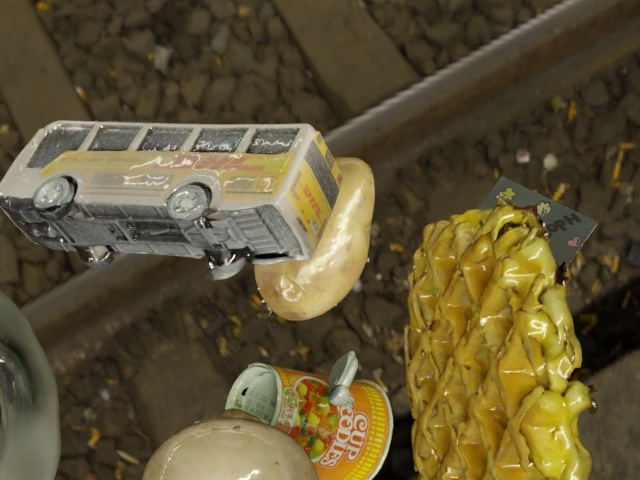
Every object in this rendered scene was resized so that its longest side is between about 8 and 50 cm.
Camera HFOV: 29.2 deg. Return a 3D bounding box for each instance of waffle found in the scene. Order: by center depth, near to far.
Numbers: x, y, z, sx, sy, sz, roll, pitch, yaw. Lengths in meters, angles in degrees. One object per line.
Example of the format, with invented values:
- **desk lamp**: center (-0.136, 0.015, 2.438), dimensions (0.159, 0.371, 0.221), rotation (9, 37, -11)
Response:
- **waffle**: center (0.166, 0.147, 1.214), dimensions (0.095, 0.382, 0.380), rotation (-2, 90, -14)

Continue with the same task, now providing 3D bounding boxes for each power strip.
- **power strip**: center (0.033, 0.183, 1.597), dimensions (0.035, 0.055, 0.083), rotation (33, 38, -16)

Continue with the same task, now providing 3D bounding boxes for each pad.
- **pad**: center (0.257, 0.030, 1.744), dimensions (0.170, 0.006, 0.245), rotation (29, 72, 30)

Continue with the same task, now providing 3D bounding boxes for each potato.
- **potato**: center (-0.004, -0.002, 1.705), dimensions (0.161, 0.128, 0.235), rotation (8, 85, 34)

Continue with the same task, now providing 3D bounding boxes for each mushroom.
- **mushroom**: center (-0.102, 0.275, 1.430), dimensions (0.207, 0.207, 0.215), rotation (-11, 30, 8)

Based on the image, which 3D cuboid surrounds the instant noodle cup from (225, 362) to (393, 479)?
- **instant noodle cup**: center (-0.025, 0.242, 1.654), dimensions (0.168, 0.185, 0.168), rotation (-28, 50, 41)

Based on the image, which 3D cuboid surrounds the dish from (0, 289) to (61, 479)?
- **dish**: center (-0.341, 0.146, 0.937), dimensions (0.324, 0.124, 0.324), rotation (6, 77, -28)

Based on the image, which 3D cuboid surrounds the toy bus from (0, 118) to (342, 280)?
- **toy bus**: center (-0.153, -0.049, 1.183), dimensions (0.342, 0.097, 0.138), rotation (4, 56, 31)
